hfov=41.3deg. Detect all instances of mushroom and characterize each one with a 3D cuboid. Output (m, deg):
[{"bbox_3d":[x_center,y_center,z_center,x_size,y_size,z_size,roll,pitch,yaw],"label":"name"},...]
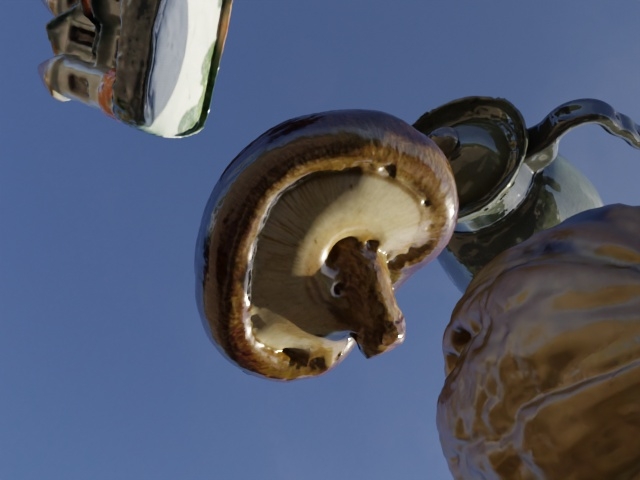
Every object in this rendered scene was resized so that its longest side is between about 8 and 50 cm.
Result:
[{"bbox_3d":[-0.004,-0.005,0.671,0.231,0.138,0.194,-42,-68,0],"label":"mushroom"}]

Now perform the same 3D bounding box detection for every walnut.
[{"bbox_3d":[0.127,0.067,0.376,0.155,0.155,0.184,36,-26,0],"label":"walnut"}]

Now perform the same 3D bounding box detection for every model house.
[{"bbox_3d":[-0.281,-0.297,1.118,0.300,0.190,0.272,18,-77,23],"label":"model house"}]

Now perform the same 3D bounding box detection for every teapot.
[{"bbox_3d":[0.237,-0.053,1.035,0.305,0.224,0.285,6,-22,42],"label":"teapot"}]
